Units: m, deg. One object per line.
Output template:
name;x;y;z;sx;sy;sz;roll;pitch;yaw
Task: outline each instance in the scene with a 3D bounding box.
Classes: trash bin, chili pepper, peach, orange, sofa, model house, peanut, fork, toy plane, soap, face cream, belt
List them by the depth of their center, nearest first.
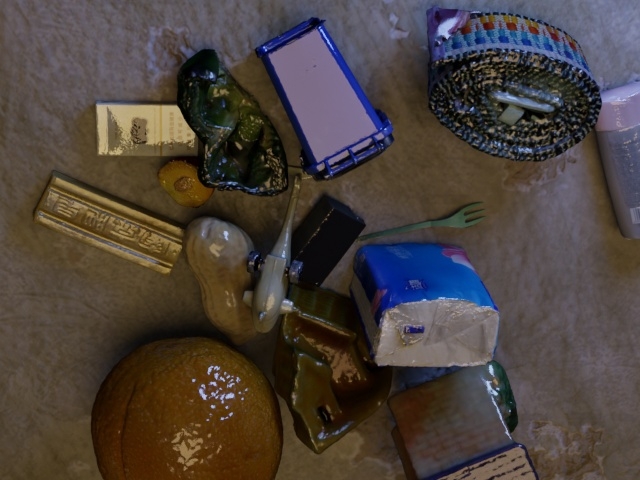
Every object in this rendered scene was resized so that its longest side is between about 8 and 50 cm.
trash bin;0.003;-0.224;1.824;0.163;0.184;0.234;-27;107;3
chili pepper;-0.153;-0.178;1.849;0.116;0.148;0.264;-25;118;24
belt;0.297;-0.255;1.857;0.295;0.160;0.206;8;128;-8
peach;-0.216;-0.106;1.899;0.098;0.061;0.098;7;124;11
toy plane;-0.064;0.014;1.906;0.092;0.108;0.286;11;86;7
soap;-0.353;-0.028;1.933;0.252;0.037;0.092;23;106;-15
orange;-0.220;0.341;1.945;0.322;0.322;0.356;-12;110;-2
peanut;-0.154;0.064;1.953;0.124;0.123;0.256;-18;123;1
model house;0.003;0.196;1.967;0.174;0.268;0.239;-19;109;13
face cream;0.540;-0.136;1.975;0.107;0.073;0.269;-19;113;-3
sofa;0.000;0.000;1.982;0.085;0.060;0.147;26;108;-34
model house;0.268;0.415;2.002;0.245;0.280;0.312;-22;147;1
fork;0.177;-0.022;2.007;0.235;0.021;0.039;-14;110;-1

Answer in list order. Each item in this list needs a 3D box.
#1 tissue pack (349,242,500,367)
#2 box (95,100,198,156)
tissue pack;0.168;0.100;1.921;0.209;0.269;0.137;-1;113;-6
box;-0.284;-0.183;1.883;0.167;0.024;0.090;0;112;-7
